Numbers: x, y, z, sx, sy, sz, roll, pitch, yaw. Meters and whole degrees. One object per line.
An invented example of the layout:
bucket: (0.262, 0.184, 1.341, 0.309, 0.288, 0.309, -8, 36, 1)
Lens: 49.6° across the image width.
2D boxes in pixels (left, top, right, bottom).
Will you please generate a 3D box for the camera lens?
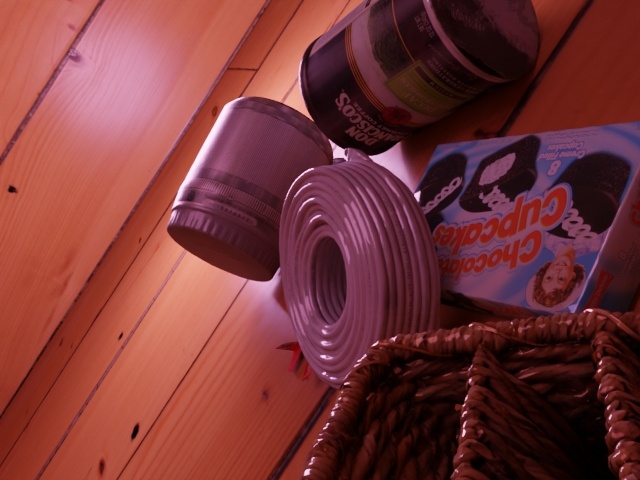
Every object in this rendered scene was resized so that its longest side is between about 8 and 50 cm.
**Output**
camera lens: (-0.117, -0.093, 1.208, 0.219, 0.219, 0.274, -10, 51, 60)

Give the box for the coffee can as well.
coffee can: (0.127, -0.258, 0.958, 0.275, 0.201, 0.202, -24, 40, 52)

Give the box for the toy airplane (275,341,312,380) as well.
toy airplane: (-0.011, 0.136, 0.955, 0.151, 0.028, 0.151, -45, 25, 27)

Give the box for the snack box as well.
snack box: (0.191, -0.017, 0.706, 0.187, 0.060, 0.322, -63, 24, -9)

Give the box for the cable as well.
cable: (0.036, 0.038, 0.771, 0.257, 0.089, 0.257, -144, 54, -59)

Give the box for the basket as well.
basket: (0.128, 0.130, 0.322, 0.213, 0.223, 0.299, -46, -1, 26)
